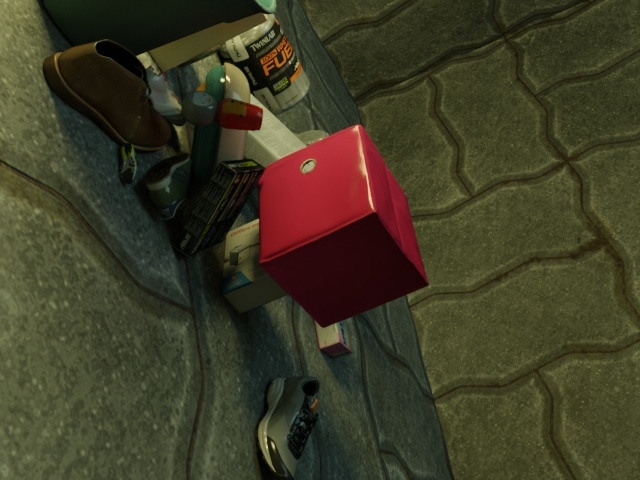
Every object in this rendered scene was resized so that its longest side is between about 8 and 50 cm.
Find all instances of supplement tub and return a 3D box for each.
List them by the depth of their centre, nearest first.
[{"bbox_3d":[-0.179,-0.541,1.981,0.316,0.193,0.194,57,19,-37],"label":"supplement tub"}]

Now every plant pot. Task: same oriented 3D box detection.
[{"bbox_3d":[-0.304,-0.497,1.198,0.341,0.334,0.341,-22,90,-76],"label":"plant pot"}]

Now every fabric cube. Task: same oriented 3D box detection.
[{"bbox_3d":[0.038,-0.026,1.371,0.259,0.254,0.258,50,24,-41],"label":"fabric cube"}]

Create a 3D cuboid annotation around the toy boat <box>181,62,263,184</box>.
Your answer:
[{"bbox_3d":[-0.214,-0.243,1.359,0.318,0.148,0.268,-174,-89,-75],"label":"toy boat"}]

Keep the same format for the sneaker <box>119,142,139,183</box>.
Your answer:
[{"bbox_3d":[-0.332,-0.132,1.184,0.035,0.031,0.083,58,21,-60],"label":"sneaker"}]

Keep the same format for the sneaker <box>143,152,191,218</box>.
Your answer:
[{"bbox_3d":[-0.283,-0.101,1.278,0.192,0.064,0.086,-82,160,-68],"label":"sneaker"}]

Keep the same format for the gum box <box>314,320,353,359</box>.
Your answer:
[{"bbox_3d":[0.028,0.227,1.902,0.107,0.062,0.188,47,27,-55],"label":"gum box"}]

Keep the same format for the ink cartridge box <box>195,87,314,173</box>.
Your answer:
[{"bbox_3d":[-0.151,-0.266,1.712,0.330,0.071,0.324,44,17,-3],"label":"ink cartridge box"}]

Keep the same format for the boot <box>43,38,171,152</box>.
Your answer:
[{"bbox_3d":[-0.333,-0.246,1.182,0.305,0.115,0.112,37,33,-66],"label":"boot"}]

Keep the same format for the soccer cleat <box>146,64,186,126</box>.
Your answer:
[{"bbox_3d":[-0.328,-0.276,1.359,0.068,0.076,0.196,31,-11,15],"label":"soccer cleat"}]

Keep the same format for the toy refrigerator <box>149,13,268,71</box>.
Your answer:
[{"bbox_3d":[-0.254,-0.485,1.485,0.102,0.269,0.094,-90,155,-52],"label":"toy refrigerator"}]

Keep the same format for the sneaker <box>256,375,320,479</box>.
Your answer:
[{"bbox_3d":[-0.056,0.364,1.333,0.271,0.108,0.100,-83,151,-58],"label":"sneaker"}]

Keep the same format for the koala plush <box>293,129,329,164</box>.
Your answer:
[{"bbox_3d":[-0.068,-0.188,1.996,0.221,0.203,0.196,84,8,-49],"label":"koala plush"}]

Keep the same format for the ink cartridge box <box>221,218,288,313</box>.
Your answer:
[{"bbox_3d":[-0.131,0.045,1.441,0.082,0.139,0.191,53,21,-39],"label":"ink cartridge box"}]

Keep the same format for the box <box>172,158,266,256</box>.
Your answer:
[{"bbox_3d":[-0.193,-0.069,1.308,0.045,0.191,0.184,35,15,8],"label":"box"}]

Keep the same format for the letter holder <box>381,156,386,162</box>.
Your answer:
[{"bbox_3d":[0.074,-0.118,2.043,0.302,0.152,0.214,111,-5,-71],"label":"letter holder"}]

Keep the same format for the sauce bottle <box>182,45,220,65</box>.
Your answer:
[{"bbox_3d":[-0.354,-0.596,1.594,0.111,0.111,0.344,-59,128,-72],"label":"sauce bottle"}]
